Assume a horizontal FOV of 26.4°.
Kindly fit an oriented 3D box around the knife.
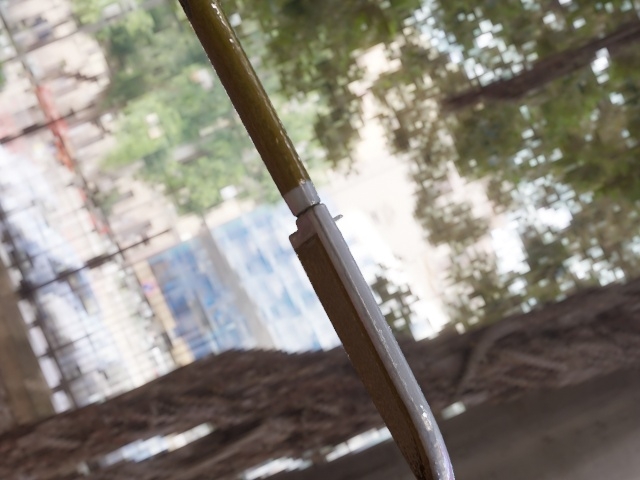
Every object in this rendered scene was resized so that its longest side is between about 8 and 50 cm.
[{"bbox_3d":[0.001,0.000,0.573,0.256,0.022,0.046,63,-22,3],"label":"knife"}]
